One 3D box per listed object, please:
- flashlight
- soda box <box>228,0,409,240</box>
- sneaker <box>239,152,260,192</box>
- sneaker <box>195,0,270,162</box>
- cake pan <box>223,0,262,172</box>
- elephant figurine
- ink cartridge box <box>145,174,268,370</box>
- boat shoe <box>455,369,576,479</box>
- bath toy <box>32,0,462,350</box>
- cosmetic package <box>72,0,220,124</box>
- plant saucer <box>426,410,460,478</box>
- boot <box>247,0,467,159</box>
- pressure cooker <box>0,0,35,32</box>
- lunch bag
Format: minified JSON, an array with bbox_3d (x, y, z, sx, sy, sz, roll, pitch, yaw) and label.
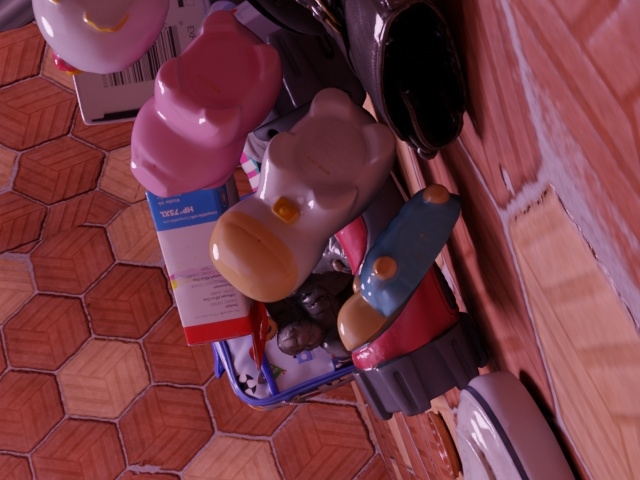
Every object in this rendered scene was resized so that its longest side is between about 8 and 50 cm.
[{"bbox_3d":[0.020,-0.015,1.004,0.103,0.103,0.304,-22,99,58],"label":"flashlight"},{"bbox_3d":[-0.010,-0.103,1.096,0.216,0.074,0.069,57,180,-24],"label":"soda box"},{"bbox_3d":[-0.078,-0.113,1.975,0.178,0.123,0.296,-124,21,-54],"label":"sneaker"},{"bbox_3d":[-0.026,-0.130,1.277,0.115,0.105,0.281,21,172,24],"label":"sneaker"},{"bbox_3d":[-0.066,-0.196,1.512,0.293,0.054,0.293,-11,-90,-89],"label":"cake pan"},{"bbox_3d":[0.000,0.000,1.395,0.239,0.186,0.169,82,-167,-48],"label":"elephant figurine"},{"bbox_3d":[-0.121,0.024,1.449,0.134,0.078,0.231,-83,-19,-69],"label":"ink cartridge box"},{"bbox_3d":[0.125,0.281,0.882,0.136,0.156,0.367,156,97,-85],"label":"boat shoe"},{"bbox_3d":[-0.066,-0.075,0.912,0.348,0.151,0.129,43,170,8],"label":"bath toy"},{"bbox_3d":[-0.175,-0.209,1.406,0.296,0.153,0.129,-89,-10,-78],"label":"cosmetic package"},{"bbox_3d":[0.146,0.239,1.525,0.083,0.013,0.084,160,90,-87],"label":"plant saucer"},{"bbox_3d":[0.016,-0.140,0.801,0.229,0.091,0.263,59,179,25],"label":"boot"},{"bbox_3d":[-0.309,-0.462,1.368,0.375,0.420,0.370,-24,-94,-60],"label":"pressure cooker"},{"bbox_3d":[-0.053,0.082,1.789,0.115,0.243,0.303,83,166,-77],"label":"lunch bag"}]
